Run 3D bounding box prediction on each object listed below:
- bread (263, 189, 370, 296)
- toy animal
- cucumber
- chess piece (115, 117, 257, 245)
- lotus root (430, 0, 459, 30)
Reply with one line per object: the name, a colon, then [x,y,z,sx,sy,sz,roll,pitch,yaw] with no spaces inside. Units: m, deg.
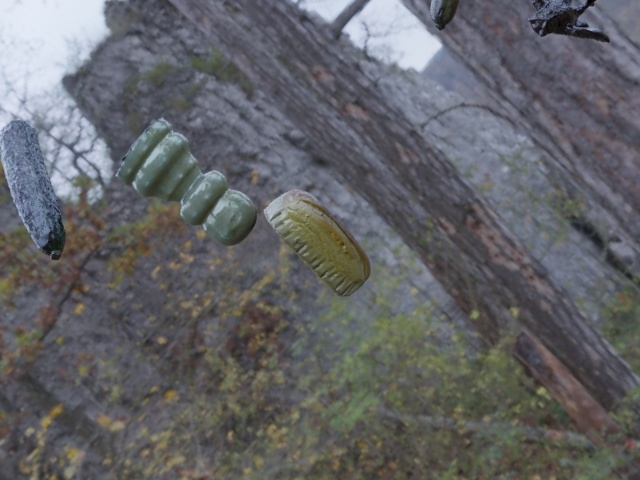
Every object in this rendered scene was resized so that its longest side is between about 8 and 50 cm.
bread: [0.000,0.000,1.644,0.106,0.236,0.140,-43,18,3]
toy animal: [0.528,-0.486,1.842,0.179,0.218,0.116,-34,-19,-20]
cucumber: [-0.440,-0.078,1.272,0.067,0.294,0.068,-17,-41,-16]
chess piece: [-0.219,-0.086,1.444,0.133,0.243,0.133,-52,3,3]
lotus root: [0.242,-0.459,1.625,0.049,0.054,0.099,-20,-55,-63]
